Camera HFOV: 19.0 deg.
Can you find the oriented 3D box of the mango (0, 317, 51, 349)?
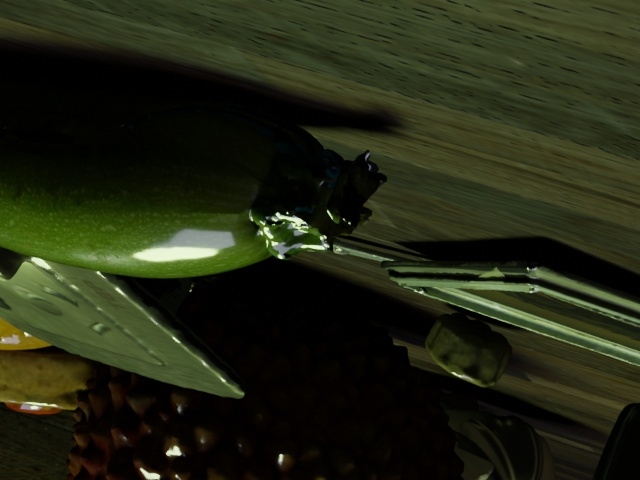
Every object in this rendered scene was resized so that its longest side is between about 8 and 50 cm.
[{"bbox_3d":[-0.293,0.021,1.534,0.236,0.136,0.166,12,168,-5],"label":"mango"}]

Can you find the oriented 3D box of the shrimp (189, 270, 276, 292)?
[{"bbox_3d":[-0.108,0.033,1.542,0.178,0.034,0.124,15,169,20],"label":"shrimp"}]

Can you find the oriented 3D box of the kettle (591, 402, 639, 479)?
[{"bbox_3d":[0.329,0.206,1.235,0.308,0.262,0.203,17,142,17],"label":"kettle"}]

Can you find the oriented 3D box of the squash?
[{"bbox_3d":[-0.098,-0.029,0.833,0.331,0.087,0.087,10,169,44],"label":"squash"}]

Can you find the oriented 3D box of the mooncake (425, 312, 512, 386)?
[{"bbox_3d":[0.159,0.096,1.102,0.150,0.057,0.347,4,-173,-44],"label":"mooncake"}]

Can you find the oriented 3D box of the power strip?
[{"bbox_3d":[-0.184,-0.009,1.179,0.257,0.092,0.251,15,164,43],"label":"power strip"}]

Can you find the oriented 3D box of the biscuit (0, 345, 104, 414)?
[{"bbox_3d":[-0.195,0.097,1.716,0.381,0.074,0.359,16,-165,40],"label":"biscuit"}]

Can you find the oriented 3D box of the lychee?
[{"bbox_3d":[-0.044,0.179,1.414,0.306,0.306,0.330,16,180,20],"label":"lychee"}]

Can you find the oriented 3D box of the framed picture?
[{"bbox_3d":[0.175,0.054,0.987,0.252,0.014,0.197,19,174,-17],"label":"framed picture"}]

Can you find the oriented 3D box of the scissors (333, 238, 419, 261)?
[{"bbox_3d":[0.000,0.000,1.090,0.189,0.015,0.100,12,172,32],"label":"scissors"}]

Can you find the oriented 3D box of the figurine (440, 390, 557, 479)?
[{"bbox_3d":[0.101,0.248,1.922,0.253,0.211,0.361,11,-175,-29],"label":"figurine"}]
